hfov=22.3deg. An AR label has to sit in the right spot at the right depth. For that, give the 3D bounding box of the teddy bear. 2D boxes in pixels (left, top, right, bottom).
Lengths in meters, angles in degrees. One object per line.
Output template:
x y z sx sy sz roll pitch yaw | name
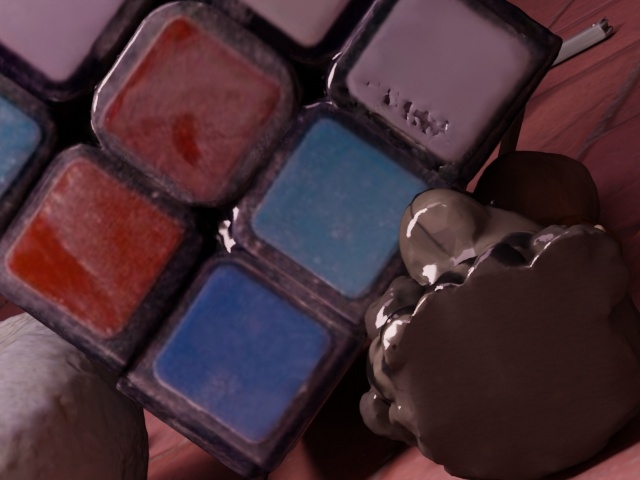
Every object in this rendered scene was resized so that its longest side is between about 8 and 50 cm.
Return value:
0.084 0.050 0.921 0.171 0.144 0.251 -41 7 2 | teddy bear

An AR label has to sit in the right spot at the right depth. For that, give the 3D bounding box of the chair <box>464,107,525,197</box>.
0.073 -0.051 1.462 0.188 0.166 0.272 -157 79 -78 | chair

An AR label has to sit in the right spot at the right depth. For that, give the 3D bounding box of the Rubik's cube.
-0.072 -0.090 1.157 0.363 0.359 0.362 -53 2 5 | Rubik's cube

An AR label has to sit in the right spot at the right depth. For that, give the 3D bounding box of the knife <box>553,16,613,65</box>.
0.290 -0.229 1.970 0.162 0.023 0.044 -26 9 44 | knife

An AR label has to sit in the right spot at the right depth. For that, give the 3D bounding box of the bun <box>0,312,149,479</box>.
-0.266 0.202 1.151 0.362 0.211 0.362 -34 6 4 | bun

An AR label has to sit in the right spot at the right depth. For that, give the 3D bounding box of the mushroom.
0.156 -0.012 1.154 0.212 0.097 0.088 -94 17 -74 | mushroom
